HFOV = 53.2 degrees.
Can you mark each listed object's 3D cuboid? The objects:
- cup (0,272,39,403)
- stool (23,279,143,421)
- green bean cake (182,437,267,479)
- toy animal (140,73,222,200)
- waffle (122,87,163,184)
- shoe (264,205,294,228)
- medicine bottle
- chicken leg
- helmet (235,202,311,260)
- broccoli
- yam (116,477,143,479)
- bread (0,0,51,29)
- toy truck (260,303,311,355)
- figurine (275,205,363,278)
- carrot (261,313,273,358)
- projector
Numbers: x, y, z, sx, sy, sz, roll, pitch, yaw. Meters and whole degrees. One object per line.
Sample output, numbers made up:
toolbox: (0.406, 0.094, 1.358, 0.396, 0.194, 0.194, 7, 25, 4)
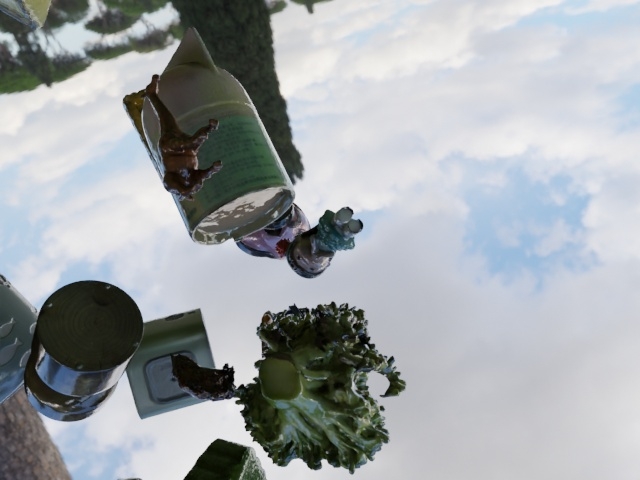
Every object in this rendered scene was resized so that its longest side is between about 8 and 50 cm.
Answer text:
cup: (-0.763, 0.236, 1.367, 0.259, 0.274, 0.356, -34, -161, 25)
stool: (-0.448, 0.211, 1.197, 0.179, 0.179, 0.264, -51, 180, -43)
green bean cake: (-0.210, 0.566, 1.324, 0.125, 0.222, 0.248, 2, -148, 30)
toy animal: (-0.243, -0.179, 1.071, 0.066, 0.224, 0.230, -2, -176, -38)
waffle: (-0.341, -0.278, 1.598, 0.221, 0.248, 0.055, -26, 179, -22)
shoe: (-0.179, -0.094, 1.500, 0.241, 0.093, 0.108, 8, -138, 23)
medicine bottle: (-0.238, -0.218, 1.338, 0.236, 0.236, 0.406, -24, -105, -11)
chicken leg: (-0.302, 0.360, 1.657, 0.234, 0.063, 0.105, 7, -112, 22)
helmet: (-0.138, -0.052, 1.897, 0.253, 0.154, 0.198, -4, -115, -14)
broccoli: (-0.006, 0.284, 1.263, 0.324, 0.334, 0.272, 8, 167, -4)
yam: (-0.411, 0.535, 1.025, 0.081, 0.081, 0.356, 16, -121, 44)
bread: (-0.592, -0.478, 0.876, 0.242, 0.346, 0.405, -54, -173, 21)
toy truck: (-0.091, 0.308, 1.929, 0.177, 0.213, 0.161, -4, -152, -23)
figurine: (0.000, 0.000, 1.602, 0.245, 0.138, 0.110, -40, 178, 40)
carrot: (-0.134, 0.299, 1.711, 0.059, 0.248, 0.059, -1, -155, 0)
projector: (-0.451, 0.369, 1.947, 0.249, 0.248, 0.248, -14, -165, -11)
